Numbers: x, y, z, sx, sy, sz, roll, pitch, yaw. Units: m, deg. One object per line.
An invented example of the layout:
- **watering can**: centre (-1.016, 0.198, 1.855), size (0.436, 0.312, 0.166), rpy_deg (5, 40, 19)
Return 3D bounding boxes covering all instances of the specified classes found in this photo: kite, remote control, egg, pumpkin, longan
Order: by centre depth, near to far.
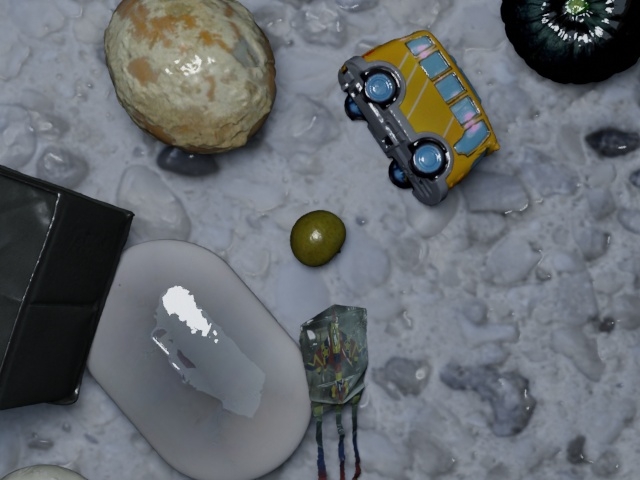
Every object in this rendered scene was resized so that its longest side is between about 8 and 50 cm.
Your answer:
- **egg**: centre (-0.158, -0.211, 1.348), size (0.195, 0.195, 0.233), rpy_deg (-44, 73, -2)
- **remote control**: centre (-0.155, 0.151, 1.386), size (0.221, 0.103, 0.332), rpy_deg (-40, 91, 0)
- **pumpkin**: centre (0.326, -0.293, 1.395), size (0.202, 0.140, 0.202), rpy_deg (3, 101, 16)
- **kite**: centre (0.021, 0.201, 1.403), size (0.015, 0.141, 0.245), rpy_deg (5, 99, 41)
- **longan**: centre (0.000, 0.000, 1.417), size (0.075, 0.075, 0.083), rpy_deg (-52, 133, -2)

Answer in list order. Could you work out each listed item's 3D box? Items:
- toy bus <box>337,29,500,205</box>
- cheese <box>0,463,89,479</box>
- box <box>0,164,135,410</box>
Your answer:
- **toy bus**: centre (0.127, -0.159, 1.395), size (0.136, 0.126, 0.209), rpy_deg (-33, 91, -11)
- **cheese**: centre (-0.342, 0.366, 1.354), size (0.198, 0.154, 0.189), rpy_deg (39, 83, -1)
- **box**: centre (-0.434, 0.020, 1.287), size (0.345, 0.204, 0.251), rpy_deg (18, 89, 13)
